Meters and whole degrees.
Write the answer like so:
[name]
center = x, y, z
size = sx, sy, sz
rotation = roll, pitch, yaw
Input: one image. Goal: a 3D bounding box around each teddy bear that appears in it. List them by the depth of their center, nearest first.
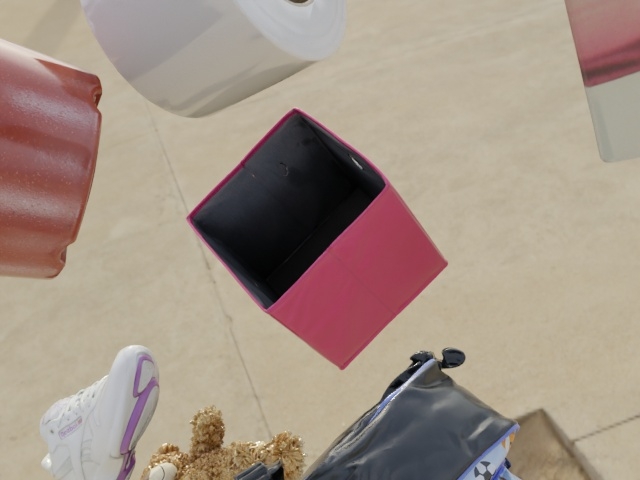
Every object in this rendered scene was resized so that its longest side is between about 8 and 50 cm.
[teddy bear]
center = -0.170, 0.411, 1.319
size = 0.337, 0.245, 0.113
rotation = 10, 2, 24

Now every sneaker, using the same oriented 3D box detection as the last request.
[sneaker]
center = -0.320, 0.255, 1.096
size = 0.152, 0.305, 0.114
rotation = 27, 31, 3

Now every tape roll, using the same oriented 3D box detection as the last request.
[tape roll]
center = -0.107, -0.272, 0.826
size = 0.169, 0.246, 0.246
rotation = -18, 26, 33

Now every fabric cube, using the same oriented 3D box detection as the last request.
[fabric cube]
center = 0.000, 0.000, 1.239
size = 0.259, 0.258, 0.254
rotation = -46, 50, 0

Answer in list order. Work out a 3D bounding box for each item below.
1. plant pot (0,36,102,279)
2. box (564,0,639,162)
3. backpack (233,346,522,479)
[plant pot]
center = -0.347, -0.085, 0.684
size = 0.265, 0.272, 0.272
rotation = 12, 19, -28
[box]
center = 0.165, -0.176, 0.351
size = 0.126, 0.232, 0.149
rotation = -10, 38, 24
[backpack]
center = 0.056, 0.269, 0.685
size = 0.276, 0.263, 0.213
rotation = -24, 59, -40
